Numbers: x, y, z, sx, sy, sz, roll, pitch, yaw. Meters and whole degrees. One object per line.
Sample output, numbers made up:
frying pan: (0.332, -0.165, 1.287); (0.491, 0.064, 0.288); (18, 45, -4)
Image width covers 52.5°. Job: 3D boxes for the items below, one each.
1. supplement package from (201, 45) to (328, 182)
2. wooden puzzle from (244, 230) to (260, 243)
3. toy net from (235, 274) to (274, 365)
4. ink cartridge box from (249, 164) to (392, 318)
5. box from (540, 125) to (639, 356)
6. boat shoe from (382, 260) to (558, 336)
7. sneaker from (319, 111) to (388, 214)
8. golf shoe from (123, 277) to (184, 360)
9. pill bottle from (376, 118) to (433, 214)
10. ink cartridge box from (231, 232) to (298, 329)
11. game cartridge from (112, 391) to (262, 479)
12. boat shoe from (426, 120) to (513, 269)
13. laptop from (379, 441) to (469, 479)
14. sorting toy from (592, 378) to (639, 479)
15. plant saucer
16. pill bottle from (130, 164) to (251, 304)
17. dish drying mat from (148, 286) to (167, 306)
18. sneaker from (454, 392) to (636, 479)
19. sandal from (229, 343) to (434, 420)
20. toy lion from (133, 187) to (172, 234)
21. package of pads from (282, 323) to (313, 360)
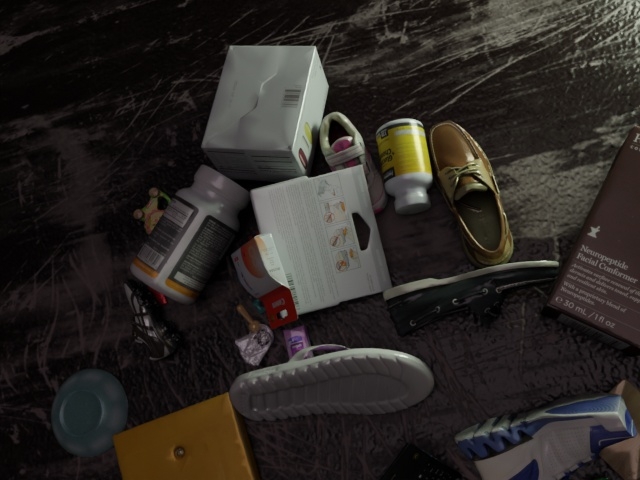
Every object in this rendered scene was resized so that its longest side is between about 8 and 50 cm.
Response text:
supplement package: (-0.113, -0.274, 1.413); (0.204, 0.145, 0.261); (5, 69, 15)
wooden puzzle: (-0.139, 0.007, 1.449); (0.083, 0.006, 0.049); (-28, 73, 6)
toy net: (-0.123, 0.152, 1.397); (0.122, 0.045, 0.232); (2, 80, -5)
ink cartridge box: (0.000, 0.000, 1.352); (0.239, 0.060, 0.275); (-14, 92, -4)
box: (0.584, 0.004, 1.206); (0.191, 0.143, 0.381); (26, 83, 18)
boat shoe: (0.294, 0.118, 1.256); (0.340, 0.127, 0.113); (-12, 76, 12)
sneaker: (0.059, -0.167, 1.385); (0.103, 0.111, 0.252); (-30, 72, 6)
golf shoe: (-0.392, 0.176, 1.433); (0.094, 0.077, 0.198); (-40, 76, 9)
pill bottle: (0.179, -0.153, 1.357); (0.103, 0.103, 0.184); (-11, 75, 11)
ink cartridge box: (-0.116, 0.089, 1.311); (0.045, 0.145, 0.179); (-12, 81, -30)
game cartridge: (-0.262, 0.514, 1.345); (0.285, 0.053, 0.323); (-22, 76, 8)
boat shoe: (0.305, -0.101, 1.305); (0.123, 0.120, 0.324); (-23, 73, 8)
laptop: (0.203, 0.540, 1.172); (0.234, 0.264, 0.136); (-53, 29, -3)
sorting toy: (0.561, 0.339, 1.181); (0.274, 0.046, 0.132); (-45, 71, 1)
plant saucer: (-0.524, 0.383, 1.442); (0.195, 0.037, 0.195); (-3, 76, 13)
pill bottle: (-0.275, -0.014, 1.407); (0.162, 0.162, 0.278); (30, 85, 18)
dish drying mat: (-0.377, 0.112, 1.483); (0.032, 0.008, 0.083); (-26, 73, 6)
sneaker: (0.413, 0.392, 1.152); (0.315, 0.127, 0.182); (-26, 83, 32)
sandal: (0.015, 0.266, 1.298); (0.416, 0.169, 0.102); (-8, 36, 12)
toy lion: (-0.378, -0.059, 1.513); (0.096, 0.034, 0.100); (33, 86, 11)
package of pads: (-0.046, 0.222, 1.364); (0.050, 0.032, 0.083); (-17, 74, 12)
